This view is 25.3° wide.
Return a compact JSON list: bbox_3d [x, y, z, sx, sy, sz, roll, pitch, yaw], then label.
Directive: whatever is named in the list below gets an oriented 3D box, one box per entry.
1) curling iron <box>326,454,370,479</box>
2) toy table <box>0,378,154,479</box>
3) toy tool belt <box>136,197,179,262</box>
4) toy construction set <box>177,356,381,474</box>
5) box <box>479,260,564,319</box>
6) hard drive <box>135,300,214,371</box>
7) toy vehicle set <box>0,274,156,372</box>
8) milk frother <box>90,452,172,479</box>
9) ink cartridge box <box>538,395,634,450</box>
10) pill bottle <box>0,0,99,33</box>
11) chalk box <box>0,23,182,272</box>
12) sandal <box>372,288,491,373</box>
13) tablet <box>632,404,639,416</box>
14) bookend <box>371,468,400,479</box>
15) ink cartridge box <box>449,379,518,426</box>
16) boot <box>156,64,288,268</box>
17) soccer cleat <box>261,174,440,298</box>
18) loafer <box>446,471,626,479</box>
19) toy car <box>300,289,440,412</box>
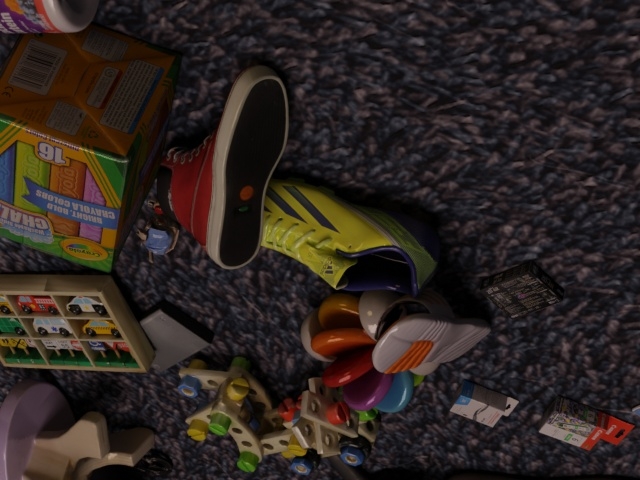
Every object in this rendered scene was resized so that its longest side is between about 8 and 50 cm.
[{"bbox_3d":[0.048,0.381,2.242,0.068,0.035,0.274,-8,135,30],"label":"curling iron"},{"bbox_3d":[-0.396,0.359,2.250,0.160,0.252,0.274,13,136,26],"label":"toy table"},{"bbox_3d":[-0.212,-0.012,1.854,0.052,0.051,0.083,15,142,5],"label":"toy tool belt"},{"bbox_3d":[-0.043,0.245,2.023,0.215,0.151,0.327,45,151,-27],"label":"toy construction set"},{"bbox_3d":[0.251,0.063,1.779,0.067,0.018,0.083,39,138,-24],"label":"box"},{"bbox_3d":[-0.229,0.140,2.073,0.094,0.022,0.135,36,139,-22],"label":"hard drive"},{"bbox_3d":[-0.386,0.120,2.079,0.266,0.035,0.166,-1,133,28],"label":"toy vehicle set"},{"bbox_3d":[-0.317,0.432,2.375,0.129,0.135,0.143,5,157,-36],"label":"milk frother"},{"bbox_3d":[0.365,0.258,1.962,0.115,0.029,0.063,21,142,-2],"label":"ink cartridge box"},{"bbox_3d":[-0.345,-0.277,1.538,0.193,0.108,0.108,2,139,21],"label":"pill bottle"},{"bbox_3d":[-0.290,-0.095,1.683,0.179,0.180,0.289,19,144,0],"label":"chalk box"},{"bbox_3d":[0.124,0.107,1.777,0.102,0.076,0.265,-43,159,19],"label":"sandal"},{"bbox_3d":[0.466,0.238,1.915,0.083,0.006,0.054,33,140,-18],"label":"tablet"},{"bbox_3d":[0.084,0.459,2.177,0.156,0.157,0.072,-41,119,9],"label":"bookend"},{"bbox_3d":[0.228,0.230,1.986,0.083,0.028,0.048,21,143,-3],"label":"ink cartridge box"},{"bbox_3d":[-0.127,-0.112,1.674,0.176,0.088,0.244,39,125,42],"label":"boot"},{"bbox_3d":[0.001,-0.001,1.721,0.289,0.121,0.093,12,141,9],"label":"soccer cleat"},{"bbox_3d":[0.348,0.432,2.102,0.365,0.130,0.134,-2,138,24],"label":"loafer"},{"bbox_3d":[0.062,0.156,1.877,0.159,0.136,0.182,-24,125,41],"label":"toy car"}]
